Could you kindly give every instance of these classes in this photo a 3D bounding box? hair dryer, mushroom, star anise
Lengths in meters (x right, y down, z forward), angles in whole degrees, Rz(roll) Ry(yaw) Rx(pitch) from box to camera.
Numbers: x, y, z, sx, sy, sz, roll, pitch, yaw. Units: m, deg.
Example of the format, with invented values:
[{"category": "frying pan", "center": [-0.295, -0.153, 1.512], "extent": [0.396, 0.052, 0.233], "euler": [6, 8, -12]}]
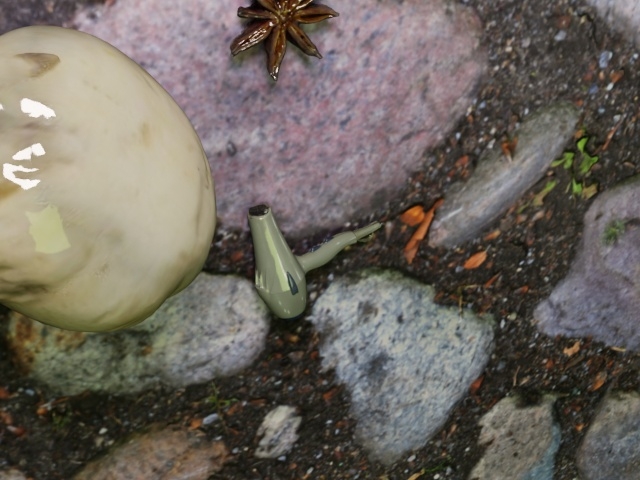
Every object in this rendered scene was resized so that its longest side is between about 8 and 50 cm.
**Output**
[{"category": "hair dryer", "center": [-0.013, -0.008, 1.365], "extent": [0.199, 0.067, 0.167], "euler": [-42, 131, -13]}, {"category": "mushroom", "center": [-0.285, -0.039, 1.035], "extent": [0.336, 0.314, 0.314], "euler": [-17, 141, 23]}, {"category": "star anise", "center": [-0.042, -0.245, 1.156], "extent": [0.141, 0.042, 0.141], "euler": [-16, 128, -22]}]
